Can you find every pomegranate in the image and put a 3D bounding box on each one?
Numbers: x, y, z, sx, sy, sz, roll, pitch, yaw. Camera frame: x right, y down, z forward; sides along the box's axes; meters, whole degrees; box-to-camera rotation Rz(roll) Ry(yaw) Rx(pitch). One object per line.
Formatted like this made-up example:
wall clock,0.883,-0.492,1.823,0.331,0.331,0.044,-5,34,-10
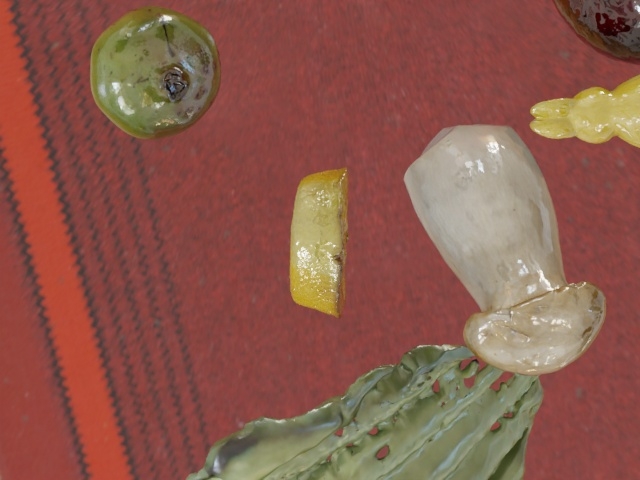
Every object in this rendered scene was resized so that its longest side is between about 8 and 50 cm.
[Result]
pomegranate,-0.241,-0.227,1.831,0.210,0.179,0.179,-2,114,42

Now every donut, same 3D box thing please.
donut,0.000,0.000,1.562,0.065,0.162,0.178,2,122,3

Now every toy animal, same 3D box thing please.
toy animal,0.284,-0.129,1.322,0.159,0.070,0.083,-4,81,3

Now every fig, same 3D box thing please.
fig,0.368,-0.308,1.494,0.235,0.214,0.235,5,100,31

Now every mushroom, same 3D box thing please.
mushroom,0.123,-0.004,0.942,0.097,0.213,0.088,5,141,-24

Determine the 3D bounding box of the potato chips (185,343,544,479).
potato chips,0.058,0.257,1.121,0.389,0.097,0.373,-14,110,-29
